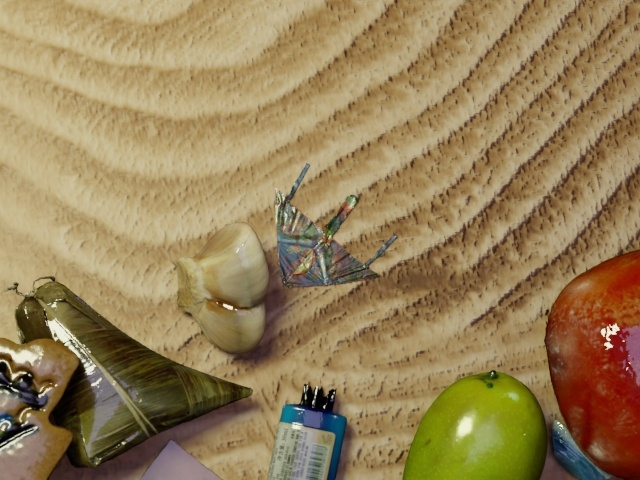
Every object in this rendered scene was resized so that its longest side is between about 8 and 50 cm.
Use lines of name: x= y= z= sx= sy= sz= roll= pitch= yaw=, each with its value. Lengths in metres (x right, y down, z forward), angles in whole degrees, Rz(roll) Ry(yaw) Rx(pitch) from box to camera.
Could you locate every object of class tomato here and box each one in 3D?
tomato: x=0.467 y=0.161 z=1.639 sx=0.338 sy=0.144 sz=0.338 roll=3 pitch=77 yaw=-14

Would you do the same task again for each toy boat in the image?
toy boat: x=0.379 y=0.269 z=1.684 sx=0.149 sy=0.034 sz=0.105 roll=-22 pitch=83 yaw=-25

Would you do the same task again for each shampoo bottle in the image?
shampoo bottle: x=-0.018 y=0.275 z=1.592 sx=0.087 sy=0.050 sz=0.183 roll=13 pitch=80 yaw=-6

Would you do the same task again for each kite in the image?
kite: x=0.000 y=0.000 z=1.656 sx=0.183 sy=0.010 sz=0.160 roll=40 pitch=77 yaw=-3

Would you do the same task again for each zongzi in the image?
zongzi: x=-0.240 y=0.131 z=1.549 sx=0.241 sy=0.111 sz=0.247 roll=-22 pitch=84 yaw=-20

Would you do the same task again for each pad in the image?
pad: x=-0.205 y=0.359 z=1.569 sx=0.113 sy=0.006 sz=0.187 roll=39 pitch=79 yaw=-4

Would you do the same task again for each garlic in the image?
garlic: x=-0.112 y=0.061 z=1.578 sx=0.099 sy=0.124 sz=0.174 roll=-25 pitch=120 yaw=-39

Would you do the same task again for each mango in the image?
mango: x=0.191 y=0.309 z=1.586 sx=0.175 sy=0.143 sz=0.293 roll=16 pitch=90 yaw=-14

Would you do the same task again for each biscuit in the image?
biscuit: x=-0.393 y=0.241 z=1.421 sx=0.278 sy=0.043 sz=0.301 roll=-17 pitch=85 yaw=-12
